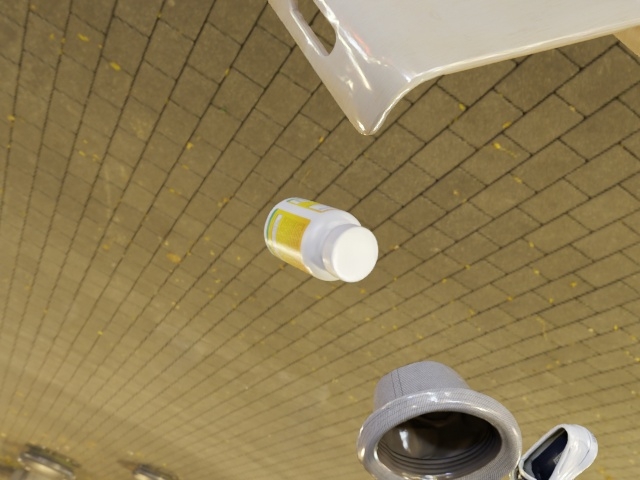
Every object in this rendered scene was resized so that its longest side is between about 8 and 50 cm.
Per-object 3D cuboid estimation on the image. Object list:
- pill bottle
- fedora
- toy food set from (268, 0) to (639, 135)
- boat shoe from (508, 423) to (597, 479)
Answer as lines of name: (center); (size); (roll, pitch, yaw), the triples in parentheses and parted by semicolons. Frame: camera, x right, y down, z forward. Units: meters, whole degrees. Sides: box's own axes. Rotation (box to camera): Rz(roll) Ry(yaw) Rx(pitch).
pill bottle: (0.000, 0.000, 0.945); (0.117, 0.117, 0.208); (47, 166, -31)
fedora: (0.178, 0.289, 0.909); (0.244, 0.124, 0.275); (-37, 123, 21)
toy food set: (0.121, -0.208, 0.501); (0.306, 0.219, 0.092); (-19, 152, -19)
boat shoe: (0.387, 0.430, 1.036); (0.084, 0.095, 0.258); (25, 104, -26)
